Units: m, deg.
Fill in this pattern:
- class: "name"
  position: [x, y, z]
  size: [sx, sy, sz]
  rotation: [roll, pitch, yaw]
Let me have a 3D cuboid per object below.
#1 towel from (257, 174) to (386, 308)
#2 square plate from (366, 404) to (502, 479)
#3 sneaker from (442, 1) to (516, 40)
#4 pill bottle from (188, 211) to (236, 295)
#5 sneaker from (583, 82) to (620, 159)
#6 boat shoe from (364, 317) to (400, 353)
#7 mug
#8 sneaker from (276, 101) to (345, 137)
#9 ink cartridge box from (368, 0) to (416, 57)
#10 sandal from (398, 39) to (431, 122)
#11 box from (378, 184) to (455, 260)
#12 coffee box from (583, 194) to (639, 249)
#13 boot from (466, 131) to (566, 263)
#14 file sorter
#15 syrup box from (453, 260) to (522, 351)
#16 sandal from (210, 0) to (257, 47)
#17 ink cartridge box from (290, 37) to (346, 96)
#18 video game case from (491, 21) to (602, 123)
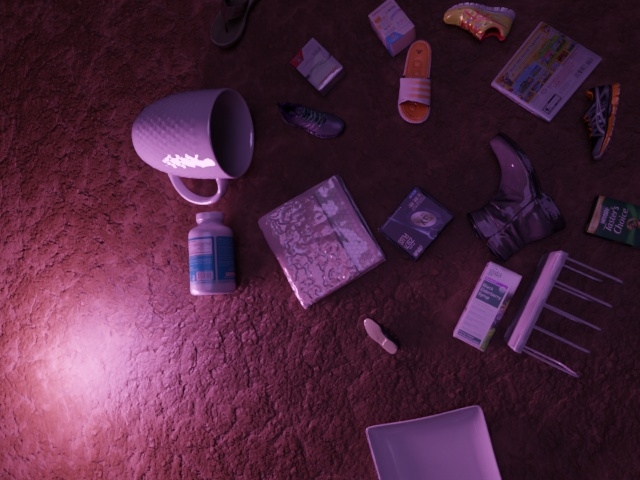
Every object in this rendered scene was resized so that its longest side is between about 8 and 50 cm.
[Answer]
- class: "towel"
  position: [0.000, 0.000, 1.517]
  size: [0.316, 0.053, 0.332]
  rotation: [-31, 78, 11]
- class: "square plate"
  position: [0.340, 0.677, 1.380]
  size: [0.347, 0.049, 0.344]
  rotation: [-17, 82, 13]
- class: "sneaker"
  position: [0.468, -0.647, 1.427]
  size: [0.208, 0.081, 0.094]
  rotation: [12, 91, 15]
- class: "pill bottle"
  position: [-0.354, 0.044, 1.556]
  size: [0.146, 0.146, 0.264]
  rotation: [-4, 85, 14]
- class: "sneaker"
  position: [0.775, -0.330, 1.330]
  size: [0.083, 0.084, 0.215]
  rotation: [9, 85, 28]
- class: "boat shoe"
  position: [0.188, 0.286, 1.453]
  size: [0.133, 0.042, 0.049]
  rotation: [43, 122, 14]
- class: "mug"
  position: [-0.415, -0.294, 1.556]
  size: [0.327, 0.276, 0.374]
  rotation: [2, 117, 20]
- class: "sneaker"
  position: [-0.034, -0.389, 1.528]
  size: [0.223, 0.098, 0.083]
  rotation: [17, 90, 15]
- class: "ink cartridge box"
  position: [0.219, -0.670, 1.487]
  size: [0.092, 0.090, 0.143]
  rotation: [-36, 79, 10]
- class: "sandal"
  position: [0.289, -0.496, 1.463]
  size: [0.101, 0.076, 0.266]
  rotation: [3, 87, 15]
- class: "box"
  position: [0.287, -0.049, 1.431]
  size: [0.147, 0.077, 0.180]
  rotation: [42, 97, 13]
- class: "coffee box"
  position: [0.836, -0.045, 1.307]
  size: [0.184, 0.040, 0.113]
  rotation: [20, 91, 15]
- class: "boot"
  position: [0.514, -0.122, 1.364]
  size: [0.222, 0.118, 0.338]
  rotation: [-30, 75, 16]
- class: "file sorter"
  position: [0.637, 0.190, 1.266]
  size: [0.173, 0.193, 0.278]
  rotation: [25, 92, 12]
- class: "syrup box"
  position: [0.472, 0.184, 1.357]
  size: [0.093, 0.096, 0.237]
  rotation: [27, 94, 15]
- class: "sandal"
  position: [-0.294, -0.807, 1.632]
  size: [0.120, 0.086, 0.303]
  rotation: [29, 93, 15]
- class: "ink cartridge box"
  position: [-0.007, -0.561, 1.552]
  size: [0.109, 0.063, 0.150]
  rotation: [-44, 78, 8]
- class: "video game case"
  position: [0.656, -0.491, 1.395]
  size: [0.206, 0.026, 0.227]
  rotation: [40, 97, 14]
